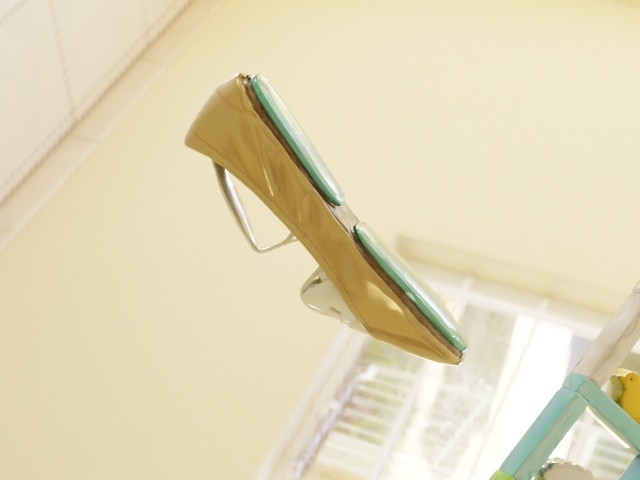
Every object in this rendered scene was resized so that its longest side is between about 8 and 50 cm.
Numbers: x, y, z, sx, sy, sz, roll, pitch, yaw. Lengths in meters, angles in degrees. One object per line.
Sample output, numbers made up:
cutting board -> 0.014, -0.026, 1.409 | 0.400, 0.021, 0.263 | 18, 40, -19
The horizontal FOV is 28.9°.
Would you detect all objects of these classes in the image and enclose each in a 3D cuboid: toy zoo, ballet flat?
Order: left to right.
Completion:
ballet flat -> 0.000, 0.000, 0.794 | 0.073, 0.232, 0.080 | -39, 175, 12
toy zoo -> 0.245, 0.164, 0.904 | 0.293, 0.192, 0.030 | -50, -167, -10
